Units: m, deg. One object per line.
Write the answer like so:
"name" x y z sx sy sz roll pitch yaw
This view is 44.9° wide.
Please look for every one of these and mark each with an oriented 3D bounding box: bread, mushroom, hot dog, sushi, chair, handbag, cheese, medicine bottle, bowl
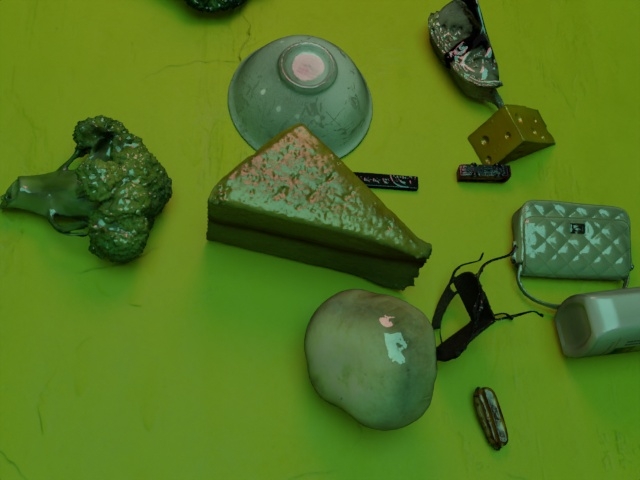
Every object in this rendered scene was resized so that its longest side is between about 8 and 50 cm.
"bread" 0.000 0.000 1.430 0.362 0.233 0.245 43 69 9
"mushroom" 0.107 0.204 1.382 0.234 0.254 0.260 -7 69 -50
"hot dog" 0.317 0.332 1.451 0.049 0.037 0.122 -7 75 -23
"sushi" 0.313 -0.401 1.704 0.109 0.134 0.272 -16 86 0
"chair" 0.288 0.126 1.457 0.213 0.174 0.149 -28 93 -21
"handbag" 0.512 0.033 1.573 0.256 0.079 0.219 3 72 -5
"cheese" 0.432 -0.231 1.671 0.171 0.126 0.093 -16 72 -35
"medicine bottle" 0.633 0.149 1.486 0.324 0.179 0.124 -6 69 -11
"bowl" -0.034 -0.324 1.600 0.314 0.146 0.313 3 67 -7

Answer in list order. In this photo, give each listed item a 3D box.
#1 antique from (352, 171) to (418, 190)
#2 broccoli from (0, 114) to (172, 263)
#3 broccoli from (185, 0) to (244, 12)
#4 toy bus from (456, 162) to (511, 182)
"antique" 0.108 -0.124 1.610 0.192 0.015 0.031 3 68 -7
"broccoli" -0.426 -0.118 1.443 0.302 0.186 0.254 27 77 -3
"broccoli" -0.220 -0.630 1.629 0.298 0.297 0.297 -4 103 -19
"toy bus" 0.343 -0.141 1.634 0.110 0.043 0.031 2 65 -5
